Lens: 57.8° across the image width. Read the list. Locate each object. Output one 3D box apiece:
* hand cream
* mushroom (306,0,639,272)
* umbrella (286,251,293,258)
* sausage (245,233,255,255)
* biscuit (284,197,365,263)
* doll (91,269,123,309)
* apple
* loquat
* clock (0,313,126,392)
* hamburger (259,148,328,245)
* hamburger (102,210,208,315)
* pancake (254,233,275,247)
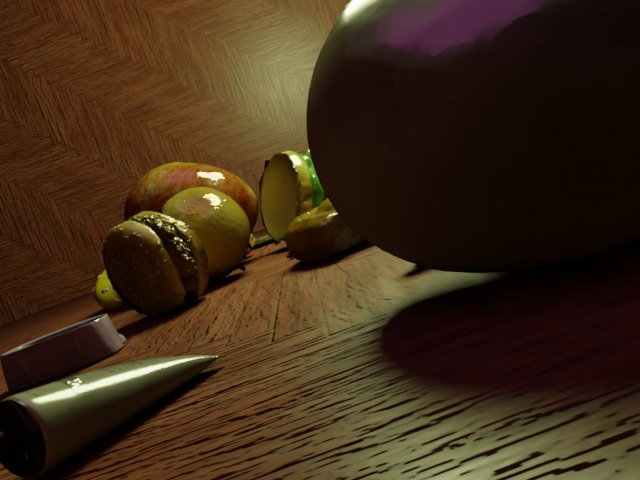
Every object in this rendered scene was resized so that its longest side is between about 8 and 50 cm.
[{"bbox_3d":[-0.158,0.116,0.431,0.087,0.054,0.186,-13,1,27],"label":"hand cream"},{"bbox_3d":[0.171,-0.110,0.511,0.363,0.294,0.362,-15,42,14],"label":"mushroom"},{"bbox_3d":[0.000,0.000,1.160,0.165,0.025,0.027,-25,29,-29],"label":"umbrella"},{"bbox_3d":[-0.289,0.032,1.557,0.239,0.098,0.098,-18,5,5],"label":"sausage"},{"bbox_3d":[0.050,-0.039,1.011,0.274,0.091,0.213,-27,10,-39],"label":"biscuit"},{"bbox_3d":[-0.483,0.096,1.511,0.252,0.111,0.237,-22,25,8],"label":"doll"},{"bbox_3d":[-0.309,-0.044,1.393,0.310,0.249,0.277,1,-23,22],"label":"apple"},{"bbox_3d":[-0.232,-0.011,1.173,0.213,0.213,0.213,-20,5,2],"label":"loquat"},{"bbox_3d":[-0.348,0.147,0.794,0.153,0.050,0.110,-20,5,-2],"label":"clock"},{"bbox_3d":[-0.037,-0.107,1.370,0.149,0.236,0.237,-2,-4,-29],"label":"hamburger"},{"bbox_3d":[-0.278,0.042,0.980,0.191,0.181,0.118,-7,28,36],"label":"hamburger"},{"bbox_3d":[-0.126,-0.027,1.881,0.289,0.033,0.286,-18,6,22],"label":"pancake"}]
